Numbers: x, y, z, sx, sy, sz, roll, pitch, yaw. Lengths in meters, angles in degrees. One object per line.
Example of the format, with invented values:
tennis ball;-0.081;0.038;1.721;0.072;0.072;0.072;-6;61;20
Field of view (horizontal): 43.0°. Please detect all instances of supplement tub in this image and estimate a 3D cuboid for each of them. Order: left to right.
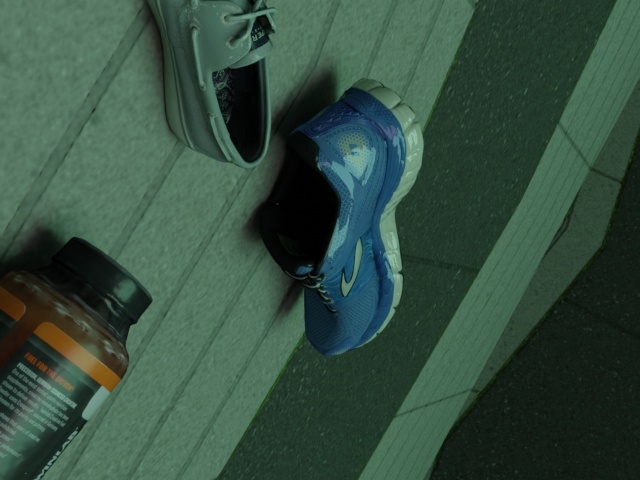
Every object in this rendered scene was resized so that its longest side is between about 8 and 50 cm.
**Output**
supplement tub;-0.197;0.093;0.521;0.198;0.106;0.106;-52;155;-17

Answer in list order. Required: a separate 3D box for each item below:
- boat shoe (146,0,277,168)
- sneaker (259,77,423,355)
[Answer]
boat shoe;-0.063;-0.143;0.547;0.079;0.081;0.227;-44;152;-32
sneaker;0.000;0.000;0.820;0.147;0.130;0.330;-27;139;-29
